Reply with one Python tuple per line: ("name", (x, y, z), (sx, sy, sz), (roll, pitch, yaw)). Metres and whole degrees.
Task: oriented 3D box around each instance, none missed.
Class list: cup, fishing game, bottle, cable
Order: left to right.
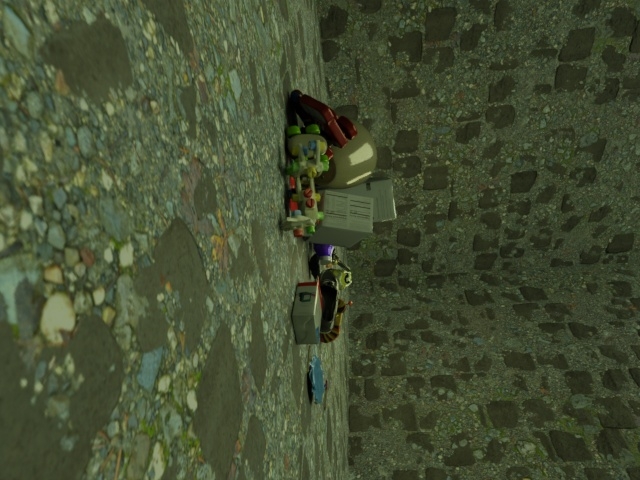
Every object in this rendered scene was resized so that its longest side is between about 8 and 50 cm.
("fishing game", (-0.020, 0.549, 1.737), (0.189, 0.041, 0.263), (-87, 162, -49))
("bottle", (0.010, -0.029, 2.020), (0.118, 0.092, 0.282), (29, 50, -49))
("cup", (0.055, -0.364, 1.992), (0.237, 0.332, 0.330), (-40, 130, -48))
("cable", (0.066, 0.109, 2.348), (0.072, 0.140, 0.287), (-53, 151, -6))

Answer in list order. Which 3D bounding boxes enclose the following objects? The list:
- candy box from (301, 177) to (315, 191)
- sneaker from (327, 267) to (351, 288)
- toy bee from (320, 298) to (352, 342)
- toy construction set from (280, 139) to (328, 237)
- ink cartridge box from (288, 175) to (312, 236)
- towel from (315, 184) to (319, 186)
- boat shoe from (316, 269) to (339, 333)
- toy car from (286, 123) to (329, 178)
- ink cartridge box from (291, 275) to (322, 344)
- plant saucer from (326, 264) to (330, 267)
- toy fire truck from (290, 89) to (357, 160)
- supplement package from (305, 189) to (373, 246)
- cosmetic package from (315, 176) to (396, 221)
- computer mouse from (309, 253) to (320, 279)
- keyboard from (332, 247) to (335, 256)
("candy box", (-0.058, -0.285, 1.819), (0.109, 0.053, 0.186), (-102, -175, -63))
("sneaker", (0.108, 0.232, 2.540), (0.385, 0.147, 0.145), (-26, 110, -84))
("toy bee", (0.073, 0.343, 2.126), (0.195, 0.163, 0.297), (-52, 138, -77))
("toy construction set", (-0.048, -0.150, 1.460), (0.215, 0.151, 0.327), (133, -34, -65))
("ink cartridge box", (-0.071, -0.146, 1.683), (0.224, 0.056, 0.180), (78, 10, -59))
("towel", (0.011, -0.349, 2.449), (0.227, 0.077, 0.308), (68, 18, -47))
("boat shoe", (0.036, 0.261, 2.023), (0.095, 0.112, 0.334), (106, -9, -51))
("toy car", (-0.066, -0.316, 1.651), (0.188, 0.149, 0.154), (131, -53, -65))
("ink cartridge box", (-0.042, 0.241, 1.564), (0.231, 0.078, 0.134), (-83, 167, -59))
("plant saucer", (0.050, 0.064, 2.624), (0.200, 0.037, 0.199), (-5, 90, -83))
("toy fire truck", (-0.011, -0.482, 1.748), (0.302, 0.169, 0.254), (45, -4, 43))
("supplement package", (0.071, -0.078, 1.779), (0.262, 0.204, 0.145), (140, -44, -69))
("cosmetic package", (0.171, -0.194, 2.258), (0.156, 0.386, 0.217), (-124, -157, -74))
("computer mouse", (-0.028, 0.178, 1.933), (0.071, 0.041, 0.241), (-167, -103, -71))
("keyboard", (0.047, 0.038, 2.163), (0.180, 0.023, 0.108), (-38, 108, -79))
